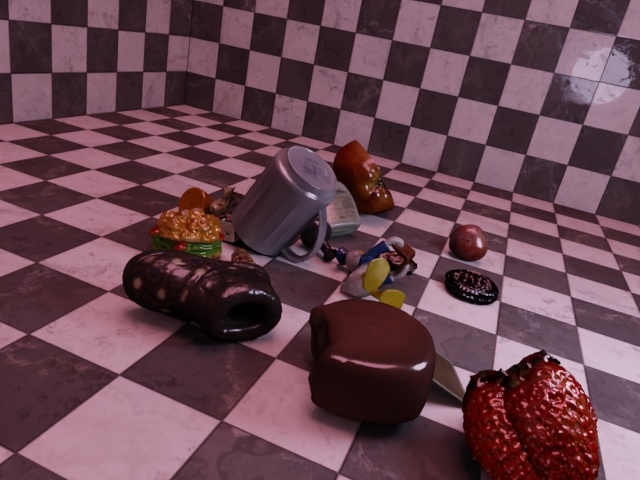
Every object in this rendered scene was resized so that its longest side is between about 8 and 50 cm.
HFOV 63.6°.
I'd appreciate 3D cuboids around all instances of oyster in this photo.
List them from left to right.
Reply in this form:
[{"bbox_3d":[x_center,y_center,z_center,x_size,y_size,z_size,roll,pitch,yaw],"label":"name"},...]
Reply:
[{"bbox_3d":[-0.335,-0.139,1.899,0.081,0.191,0.163,47,45,14],"label":"oyster"}]

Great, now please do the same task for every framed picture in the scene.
[{"bbox_3d":[0.295,0.319,1.265,0.142,0.011,0.183,37,17,-17],"label":"framed picture"}]

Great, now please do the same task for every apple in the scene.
[{"bbox_3d":[0.207,-0.273,2.323,0.329,0.295,0.365,17,14,-12],"label":"apple"}]

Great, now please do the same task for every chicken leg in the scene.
[{"bbox_3d":[0.224,0.071,1.860,0.254,0.051,0.106,7,28,-3],"label":"chicken leg"}]

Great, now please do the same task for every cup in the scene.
[{"bbox_3d":[-0.093,-0.103,1.722,0.322,0.327,0.237,51,33,8],"label":"cup"}]

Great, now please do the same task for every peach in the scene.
[{"bbox_3d":[0.589,0.015,2.080,0.152,0.152,0.152,10,22,-4],"label":"peach"}]

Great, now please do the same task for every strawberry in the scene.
[{"bbox_3d":[0.421,0.381,1.007,0.239,0.250,0.288,36,24,-47],"label":"strawberry"}]

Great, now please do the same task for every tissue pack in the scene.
[{"bbox_3d":[-0.294,-0.057,1.857,0.103,0.090,0.170,19,22,24],"label":"tissue pack"}]

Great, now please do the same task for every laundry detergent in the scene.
[{"bbox_3d":[0.028,-0.155,2.058,0.215,0.105,0.280,-8,65,-31],"label":"laundry detergent"}]

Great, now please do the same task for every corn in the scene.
[{"bbox_3d":[-0.229,0.089,1.564,0.080,0.079,0.237,1,22,-23],"label":"corn"}]

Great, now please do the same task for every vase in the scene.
[{"bbox_3d":[0.000,0.000,1.852,0.120,0.120,0.183,-2,40,-30],"label":"vase"}]

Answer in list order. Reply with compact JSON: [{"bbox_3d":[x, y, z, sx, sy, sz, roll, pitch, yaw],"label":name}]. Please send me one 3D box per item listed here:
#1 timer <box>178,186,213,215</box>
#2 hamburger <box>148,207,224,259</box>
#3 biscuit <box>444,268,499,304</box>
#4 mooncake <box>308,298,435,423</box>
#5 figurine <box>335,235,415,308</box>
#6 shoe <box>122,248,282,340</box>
[{"bbox_3d":[-0.433,-0.118,1.938,0.132,0.132,0.152,26,3,32],"label":"timer"},{"bbox_3d":[-0.421,-0.022,1.638,0.237,0.148,0.237,11,23,-5],"label":"hamburger"},{"bbox_3d":[0.523,0.157,1.786,0.195,0.053,0.194,10,22,-4],"label":"biscuit"},{"bbox_3d":[0.099,0.270,1.155,0.334,0.174,0.326,-9,28,-36],"label":"mooncake"},{"bbox_3d":[0.165,0.066,1.670,0.284,0.204,0.338,-30,27,-23],"label":"figurine"},{"bbox_3d":[-0.288,0.141,1.279,0.384,0.171,0.237,10,17,-24],"label":"shoe"}]
